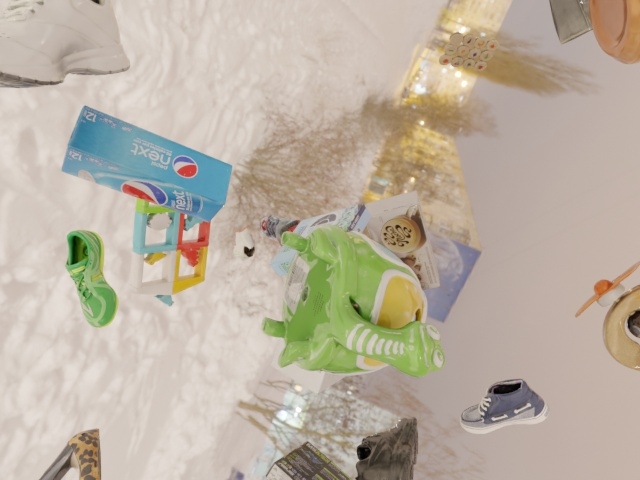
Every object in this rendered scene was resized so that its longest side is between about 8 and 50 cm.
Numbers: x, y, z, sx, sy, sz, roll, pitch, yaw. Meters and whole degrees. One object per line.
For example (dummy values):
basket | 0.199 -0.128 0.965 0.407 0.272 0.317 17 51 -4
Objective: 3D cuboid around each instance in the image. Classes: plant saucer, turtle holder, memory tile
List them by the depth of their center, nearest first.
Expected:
turtle holder | 0.061 0.095 0.810 0.320 0.227 0.243 148 -47 -60
plant saucer | 0.488 -0.386 0.824 0.200 0.037 0.200 -15 90 -79
memory tile | 0.418 -0.530 1.421 0.113 0.148 0.012 114 -22 -57

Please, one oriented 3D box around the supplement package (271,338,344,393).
supplement package | 0.020 0.238 1.195 0.244 0.133 0.139 -7 117 -59

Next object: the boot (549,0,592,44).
boot | 0.579 -0.568 1.098 0.076 0.209 0.189 -16 174 -45

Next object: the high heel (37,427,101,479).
high heel | -0.434 0.495 1.050 0.186 0.261 0.093 -60 170 -62

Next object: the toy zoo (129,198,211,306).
toy zoo | -0.334 0.008 1.140 0.192 0.030 0.293 -9 112 -53

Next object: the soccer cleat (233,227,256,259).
soccer cleat | -0.237 0.030 1.599 0.068 0.076 0.196 -26 162 -17

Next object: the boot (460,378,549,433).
boot | 0.339 0.319 0.988 0.190 0.086 0.069 -31 -162 39

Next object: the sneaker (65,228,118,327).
sneaker | -0.657 0.107 1.409 0.123 0.109 0.296 43 25 -74

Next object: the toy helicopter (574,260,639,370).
toy helicopter | 0.690 0.095 1.043 0.140 0.235 0.355 -1 108 -66

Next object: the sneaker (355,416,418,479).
sneaker | 0.152 0.466 1.131 0.286 0.130 0.109 9 81 -73

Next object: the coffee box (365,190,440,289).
coffee box | 0.260 0.014 1.591 0.119 0.168 0.297 -76 149 -61

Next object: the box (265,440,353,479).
box | 0.000 0.523 1.071 0.045 0.190 0.184 -58 159 3

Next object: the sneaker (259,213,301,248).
sneaker | -0.128 -0.025 1.516 0.262 0.125 0.104 -51 154 -89

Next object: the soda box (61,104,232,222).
soda box | -0.235 -0.100 0.698 0.067 0.210 0.071 -37 -140 49

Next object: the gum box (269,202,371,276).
gum box | 0.000 0.000 1.077 0.184 0.041 0.157 -14 -150 40

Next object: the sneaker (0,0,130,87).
sneaker | -0.368 -0.272 0.659 0.297 0.111 0.129 -68 161 -62
